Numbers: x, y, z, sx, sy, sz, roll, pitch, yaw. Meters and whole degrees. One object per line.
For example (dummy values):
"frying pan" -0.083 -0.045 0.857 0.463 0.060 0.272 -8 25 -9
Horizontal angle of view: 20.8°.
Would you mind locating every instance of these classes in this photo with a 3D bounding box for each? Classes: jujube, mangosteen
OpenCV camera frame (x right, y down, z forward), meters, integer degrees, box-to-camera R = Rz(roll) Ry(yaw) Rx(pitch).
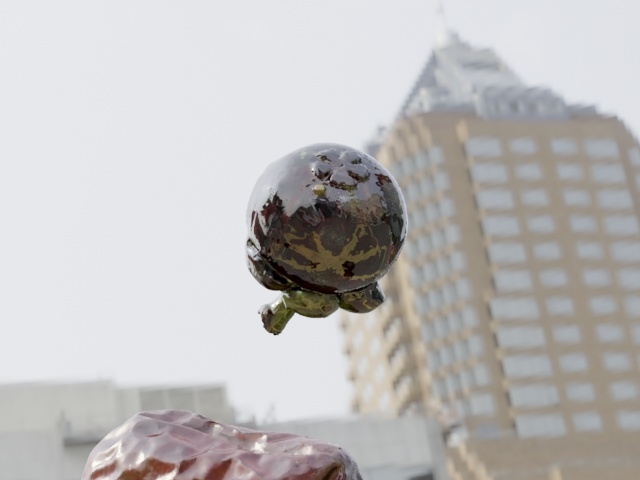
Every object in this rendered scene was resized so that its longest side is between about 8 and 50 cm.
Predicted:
"jujube" -0.109 0.291 1.937 0.342 0.216 0.216 2 -20 30
"mangosteen" 0.007 -0.007 1.734 0.172 0.172 0.184 -10 -51 1
